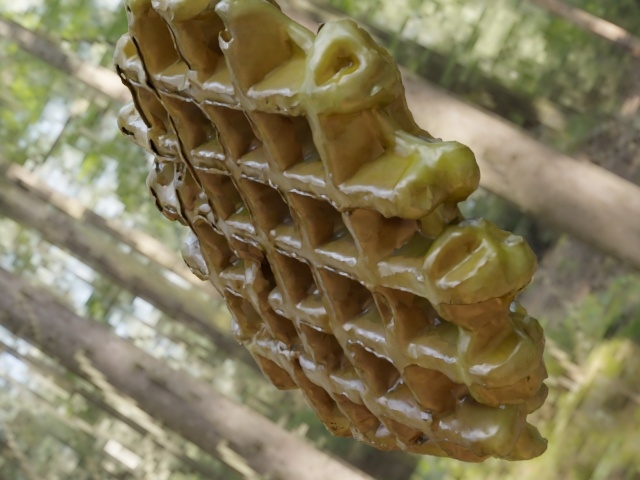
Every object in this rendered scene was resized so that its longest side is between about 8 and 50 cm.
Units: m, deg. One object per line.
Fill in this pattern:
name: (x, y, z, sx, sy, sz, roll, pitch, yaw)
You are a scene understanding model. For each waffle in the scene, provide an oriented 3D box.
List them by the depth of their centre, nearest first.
waffle: (-0.002, -0.004, 0.528, 0.038, 0.191, 0.191, -34, -32, -22)
